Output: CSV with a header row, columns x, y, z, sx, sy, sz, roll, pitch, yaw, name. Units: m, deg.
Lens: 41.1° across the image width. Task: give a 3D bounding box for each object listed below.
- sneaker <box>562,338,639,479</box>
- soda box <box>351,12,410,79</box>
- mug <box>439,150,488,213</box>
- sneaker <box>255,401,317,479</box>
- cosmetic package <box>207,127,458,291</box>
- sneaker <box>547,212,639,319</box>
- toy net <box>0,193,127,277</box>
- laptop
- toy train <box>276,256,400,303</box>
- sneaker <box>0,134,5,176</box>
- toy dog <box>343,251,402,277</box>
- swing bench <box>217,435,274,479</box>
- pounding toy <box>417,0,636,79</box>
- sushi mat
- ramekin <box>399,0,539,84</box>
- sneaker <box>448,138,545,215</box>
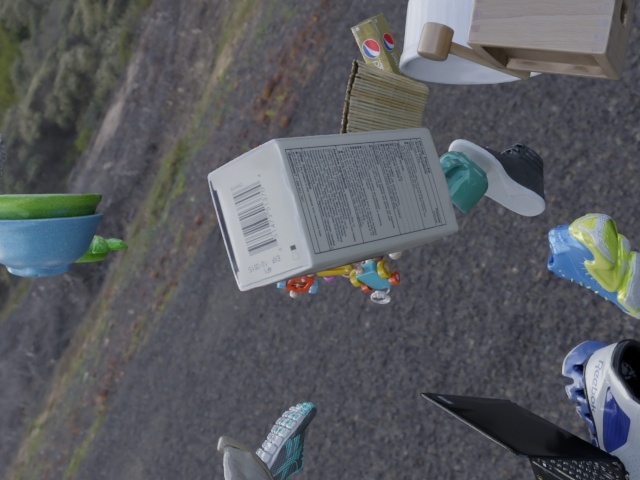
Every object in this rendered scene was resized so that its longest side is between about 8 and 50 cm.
x,y,z,sx,sy,sz,roll,pitch,yaw,name
0.449,0.269,1.154,0.182,0.127,0.315,115,137,-68,sneaker
0.142,-0.418,1.947,0.061,0.181,0.058,-11,23,40,soda box
0.307,-0.134,1.878,0.097,0.129,0.158,-48,4,8,mug
-0.052,0.344,1.403,0.166,0.076,0.065,-53,18,-9,sneaker
0.024,-0.044,1.052,0.129,0.296,0.153,-21,83,42,cosmetic package
0.453,0.042,1.399,0.126,0.240,0.091,-4,46,43,sneaker
-0.233,-0.004,0.479,0.122,0.232,0.045,-115,23,-84,toy net
0.289,0.315,1.150,0.136,0.264,0.234,-29,20,-17,laptop
0.027,0.044,1.204,0.125,0.166,0.046,116,159,-60,toy train
-0.471,-0.113,0.855,0.146,0.293,0.102,-14,70,36,sneaker
0.000,0.000,1.579,0.334,0.220,0.161,-1,68,28,toy dog
-0.126,0.417,1.009,0.254,0.165,0.253,-46,20,7,swing bench
0.200,-0.222,0.854,0.206,0.181,0.094,12,94,25,pounding toy
0.127,-0.244,1.623,0.019,0.316,0.151,14,98,29,sushi mat
0.284,-0.380,1.560,0.277,0.277,0.135,-2,86,63,ramekin
0.422,-0.186,2.032,0.104,0.296,0.147,-32,35,46,sneaker
